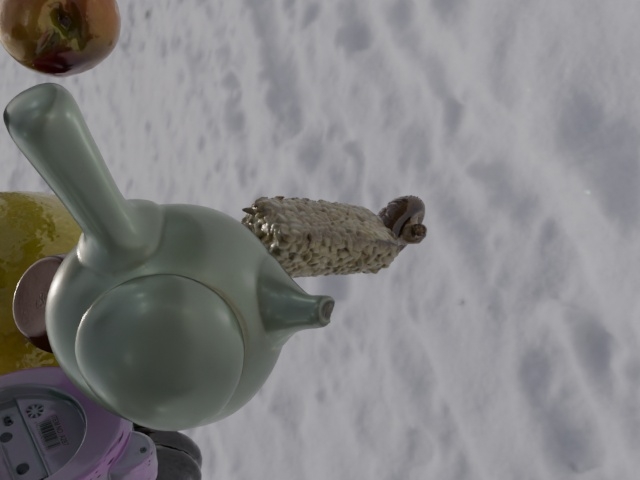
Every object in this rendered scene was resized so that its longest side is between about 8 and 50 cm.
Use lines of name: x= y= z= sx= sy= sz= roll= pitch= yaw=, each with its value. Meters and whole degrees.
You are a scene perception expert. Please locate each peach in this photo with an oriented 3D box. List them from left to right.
peach: x=-0.296 y=-0.249 z=1.068 sx=0.138 sy=0.138 sz=0.138 roll=-18 pitch=68 yaw=55

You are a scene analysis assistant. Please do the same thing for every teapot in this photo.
teapot: x=-0.265 y=0.078 z=1.027 sx=0.116 sy=0.116 sz=0.173 roll=-45 pitch=50 yaw=43
teapot: x=-0.163 y=0.036 z=0.782 sx=0.220 sy=0.318 sz=0.149 roll=-48 pitch=20 yaw=11

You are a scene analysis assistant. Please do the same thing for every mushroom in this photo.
mushroom: x=0.131 y=-0.022 z=1.617 sx=0.126 sy=0.085 sz=0.109 roll=-47 pitch=8 yaw=-15

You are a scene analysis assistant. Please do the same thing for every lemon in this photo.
lemon: x=-0.422 y=0.088 z=1.312 sx=0.348 sy=0.348 sz=0.348 roll=-18 pitch=68 yaw=55

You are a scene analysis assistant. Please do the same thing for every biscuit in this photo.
biscuit: x=0.000 y=0.000 z=0.936 sx=0.082 sy=0.168 sz=0.070 roll=57 pitch=130 yaw=33

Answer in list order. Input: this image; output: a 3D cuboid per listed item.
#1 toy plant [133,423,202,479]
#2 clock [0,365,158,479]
toy plant: x=-0.246 y=0.285 z=1.232 sx=0.218 sy=0.175 sz=0.235 roll=-58 pitch=33 yaw=40
clock: x=-0.321 y=0.236 z=1.029 sx=0.227 sy=0.247 sz=0.090 roll=49 pitch=148 yaw=39
